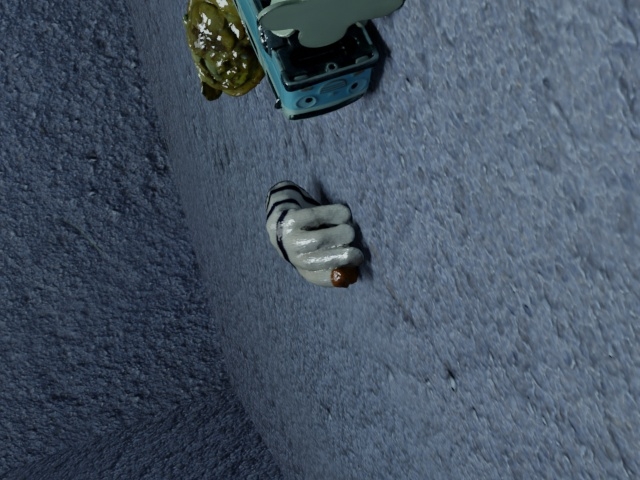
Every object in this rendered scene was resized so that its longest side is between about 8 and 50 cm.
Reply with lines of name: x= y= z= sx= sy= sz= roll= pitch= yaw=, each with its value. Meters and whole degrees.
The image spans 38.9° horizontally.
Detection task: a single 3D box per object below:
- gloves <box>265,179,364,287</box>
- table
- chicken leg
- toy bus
gloves: x=-0.015 y=0.001 z=1.477 sx=0.218 sy=0.131 sz=0.140 roll=-111 pitch=10 yaw=-45
table: x=-0.011 y=-0.343 z=1.013 sx=0.166 sy=0.167 sz=0.198 roll=124 pitch=133 yaw=-71
chicken leg: x=-0.159 y=-0.442 z=1.429 sx=0.201 sy=0.153 sz=0.429 roll=154 pitch=104 yaw=-83
toy bus: x=-0.032 y=-0.283 z=1.183 sx=0.164 sy=0.133 sz=0.271 roll=92 pitch=157 yaw=-64
